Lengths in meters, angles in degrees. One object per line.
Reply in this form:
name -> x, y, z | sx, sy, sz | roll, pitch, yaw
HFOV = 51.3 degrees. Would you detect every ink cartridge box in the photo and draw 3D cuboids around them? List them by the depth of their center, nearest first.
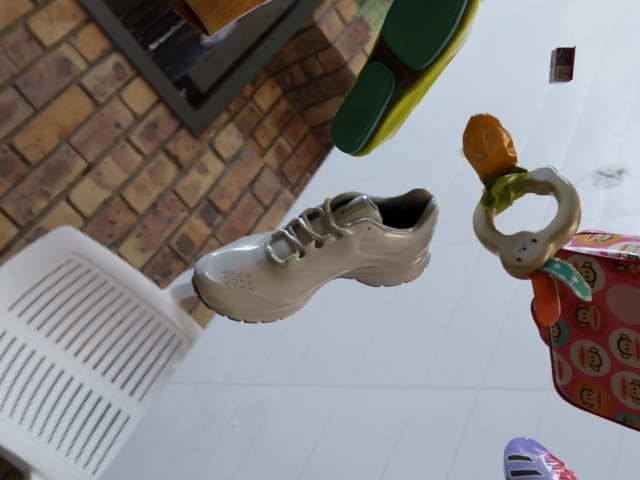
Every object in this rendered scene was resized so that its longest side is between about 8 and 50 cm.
ink cartridge box -> 0.440, -0.319, 1.214 | 0.029, 0.063, 0.115 | 3, 11, 11

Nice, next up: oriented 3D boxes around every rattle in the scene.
rattle -> 0.225, -0.028, 0.729 | 0.130, 0.143, 0.200 | -2, 49, 12

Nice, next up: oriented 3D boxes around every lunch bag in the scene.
lunch bag -> 0.447, 0.135, 1.022 | 0.120, 0.293, 0.258 | -25, 24, -38

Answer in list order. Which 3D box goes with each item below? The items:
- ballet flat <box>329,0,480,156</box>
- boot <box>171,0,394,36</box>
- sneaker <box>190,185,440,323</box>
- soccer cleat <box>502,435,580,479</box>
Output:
ballet flat -> 0.087, -0.172, 0.638 | 0.077, 0.077, 0.231 | -18, -27, -43
boot -> -0.046, -0.291, 0.727 | 0.211, 0.295, 0.104 | -51, 1, -11
sneaker -> 0.000, 0.000, 0.741 | 0.297, 0.129, 0.111 | -16, 59, -22
soccer cleat -> 0.259, 0.278, 0.699 | 0.248, 0.083, 0.095 | -89, 14, -68
